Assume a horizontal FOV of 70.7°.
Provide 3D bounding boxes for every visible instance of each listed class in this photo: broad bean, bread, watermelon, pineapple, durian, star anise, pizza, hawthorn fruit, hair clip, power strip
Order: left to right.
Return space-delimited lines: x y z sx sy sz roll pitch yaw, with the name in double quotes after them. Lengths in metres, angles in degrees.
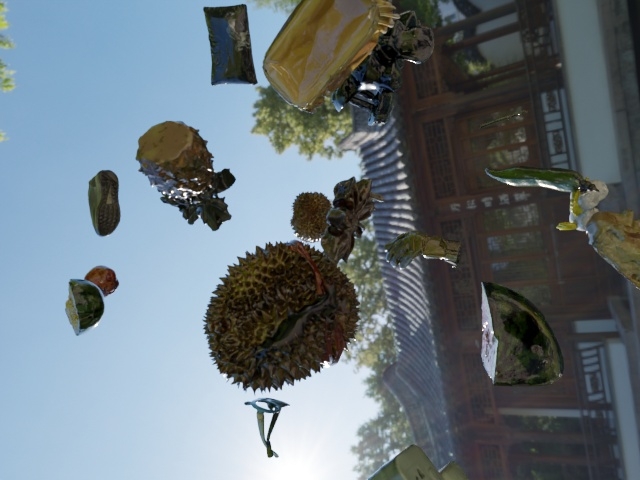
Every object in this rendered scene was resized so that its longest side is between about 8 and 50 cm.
-0.431 0.119 0.830 0.062 0.105 0.105 -8 -91 -39 "watermelon"
-0.581 0.105 1.201 0.093 0.093 0.093 29 -123 -58 "hawthorn fruit"
-0.277 -0.126 1.002 0.141 0.170 0.310 58 171 26 "pineapple"
-0.081 0.170 1.055 0.385 0.348 0.347 -2 -97 -38 "durian"
-0.024 -0.069 1.342 0.158 0.137 0.168 -71 -20 -1 "durian"
0.010 -0.357 0.813 0.136 0.241 0.107 47 -146 0 "bread"
0.064 -0.050 1.003 0.262 0.081 0.230 -51 -33 -45 "star anise"
0.141 -0.447 1.093 0.206 0.195 0.310 139 150 -70 "hair clip"
0.199 0.510 0.830 0.229 0.141 0.261 52 -167 26 "power strip"
0.330 0.150 0.764 0.193 0.137 0.145 -1 -86 -36 "watermelon"
0.609 -0.175 1.259 0.077 0.339 0.061 -18 -70 -28 "broad bean"
0.513 0.031 0.678 0.324 0.089 0.223 1 -134 -48 "pizza"

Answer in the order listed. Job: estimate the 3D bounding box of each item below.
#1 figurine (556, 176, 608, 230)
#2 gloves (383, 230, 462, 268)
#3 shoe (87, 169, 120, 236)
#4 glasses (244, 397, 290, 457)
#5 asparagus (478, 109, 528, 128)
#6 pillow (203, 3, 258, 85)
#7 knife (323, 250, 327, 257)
0.731 -0.103 1.247 0.109 0.130 0.178 52 161 45 "figurine"
0.416 0.035 1.869 0.154 0.331 0.141 -63 -34 -37 "gloves"
-0.608 -0.098 1.252 0.074 0.077 0.194 21 -121 -59 "shoe"
-0.148 0.599 1.463 0.239 0.102 0.206 54 -165 -76 "glasses"
0.540 -0.359 1.330 0.016 0.166 0.013 100 150 -77 "asparagus"
-0.252 -0.542 1.262 0.055 0.141 0.208 -60 -30 -64 "pillow"
0.002 0.000 1.788 0.123 0.053 0.278 -113 -1 -66 "knife"
